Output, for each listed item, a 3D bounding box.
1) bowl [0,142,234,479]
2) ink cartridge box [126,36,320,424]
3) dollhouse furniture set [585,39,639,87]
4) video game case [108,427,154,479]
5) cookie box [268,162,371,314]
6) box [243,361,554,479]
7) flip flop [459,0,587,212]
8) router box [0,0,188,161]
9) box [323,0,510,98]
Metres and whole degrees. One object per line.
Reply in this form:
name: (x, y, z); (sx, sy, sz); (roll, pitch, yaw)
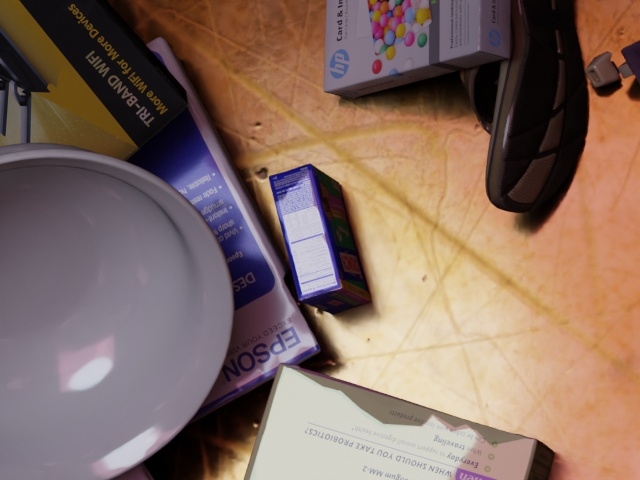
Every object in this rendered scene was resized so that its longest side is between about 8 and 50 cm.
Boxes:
bowl: (-0.224, 0.040, 1.515); (0.298, 0.298, 0.134); (-39, 33, 4)
ink cartridge box: (-0.191, 0.034, 1.661); (0.303, 0.072, 0.307); (-29, 78, 6)
dollhouse furniture set: (0.292, -0.123, 1.605); (0.081, 0.091, 0.114); (-36, 97, -36)
video game case: (-0.204, 0.273, 1.604); (0.201, 0.023, 0.183); (-30, 98, 7)
cookie box: (0.000, 0.000, 1.608); (0.040, 0.092, 0.107); (-17, 77, 13)
box: (0.043, 0.244, 1.539); (0.213, 0.117, 0.243); (15, 83, 16)
flip flop: (0.153, -0.157, 1.603); (0.080, 0.112, 0.277); (-9, 79, 38)
router box: (-0.295, -0.148, 1.572); (0.243, 0.081, 0.309); (-41, 103, 5)
box: (0.077, -0.203, 1.603); (0.186, 0.038, 0.145); (-10, 75, 50)
